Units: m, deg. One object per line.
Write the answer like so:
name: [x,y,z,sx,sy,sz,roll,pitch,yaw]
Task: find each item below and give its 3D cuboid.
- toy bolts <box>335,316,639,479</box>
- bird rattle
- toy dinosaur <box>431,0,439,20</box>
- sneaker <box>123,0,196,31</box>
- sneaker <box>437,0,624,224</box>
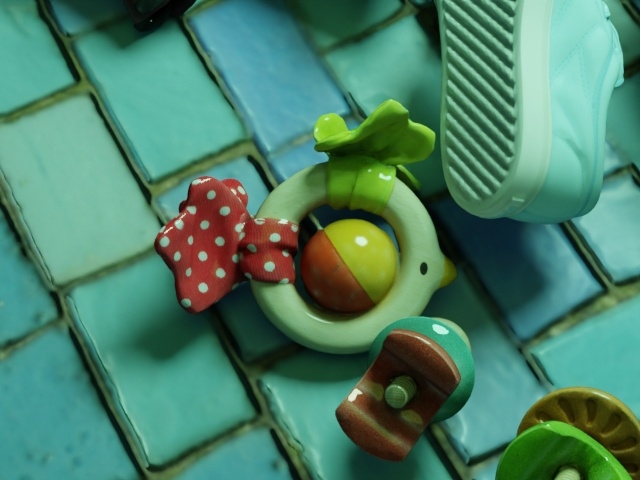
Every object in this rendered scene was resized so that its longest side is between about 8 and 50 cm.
toy bolts: [0.120,0.165,0.981,0.228,0.158,0.218,41,111,7]
bird rattle: [0.000,0.000,1.041,0.253,0.143,0.207,-35,85,-13]
toy dinosaur: [0.197,-0.304,1.181,0.218,0.164,0.322,-17,86,9]
sneaker: [-0.216,-0.278,1.189,0.281,0.106,0.162,-3,101,24]
sneaker: [0.192,-0.189,1.066,0.150,0.135,0.366,12,83,-37]
